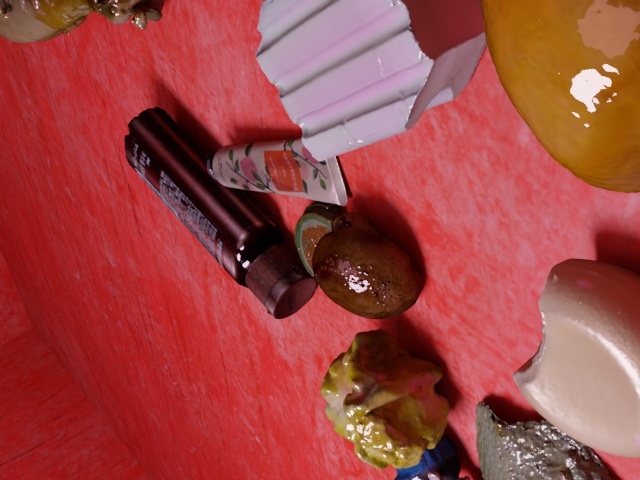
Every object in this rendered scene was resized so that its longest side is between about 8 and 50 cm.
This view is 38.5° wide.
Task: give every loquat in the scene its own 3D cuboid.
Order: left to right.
[{"bbox_3d":[0.169,-0.107,0.422,0.187,0.176,0.234,15,171,20],"label":"loquat"}]

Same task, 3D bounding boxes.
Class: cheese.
[{"bbox_3d":[0.245,0.108,0.658,0.249,0.071,0.163,30,142,45],"label":"cheese"}]

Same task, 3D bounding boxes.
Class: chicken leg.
[{"bbox_3d":[-0.329,-0.327,1.176,0.429,0.153,0.201,17,145,45],"label":"chicken leg"}]

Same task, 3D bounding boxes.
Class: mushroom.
[{"bbox_3d":[0.049,0.030,0.937,0.127,0.087,0.127,31,162,12],"label":"mushroom"}]

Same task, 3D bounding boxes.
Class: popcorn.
[{"bbox_3d":[0.070,0.173,0.989,0.126,0.125,0.145,107,152,-49],"label":"popcorn"}]

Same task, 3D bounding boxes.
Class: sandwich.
[{"bbox_3d":[-0.001,0.000,1.036,0.067,0.029,0.135,45,152,28],"label":"sandwich"}]

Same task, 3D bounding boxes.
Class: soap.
[{"bbox_3d":[0.041,-0.158,0.719,0.145,0.091,0.230,60,155,-10],"label":"soap"}]

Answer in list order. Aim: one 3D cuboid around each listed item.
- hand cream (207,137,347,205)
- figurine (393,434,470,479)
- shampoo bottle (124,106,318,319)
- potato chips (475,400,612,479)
[{"bbox_3d":[-0.053,-0.081,1.034,0.234,0.050,0.080,7,121,52],"label":"hand cream"},{"bbox_3d":[0.144,0.277,1.020,0.149,0.086,0.087,33,110,26],"label":"figurine"},{"bbox_3d":[-0.130,-0.035,1.176,0.323,0.084,0.129,44,155,27],"label":"shampoo bottle"},{"bbox_3d":[0.195,0.248,0.866,0.228,0.059,0.167,20,94,58],"label":"potato chips"}]
